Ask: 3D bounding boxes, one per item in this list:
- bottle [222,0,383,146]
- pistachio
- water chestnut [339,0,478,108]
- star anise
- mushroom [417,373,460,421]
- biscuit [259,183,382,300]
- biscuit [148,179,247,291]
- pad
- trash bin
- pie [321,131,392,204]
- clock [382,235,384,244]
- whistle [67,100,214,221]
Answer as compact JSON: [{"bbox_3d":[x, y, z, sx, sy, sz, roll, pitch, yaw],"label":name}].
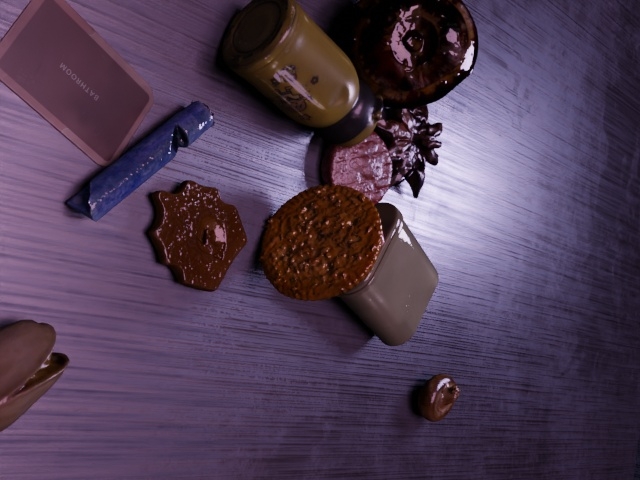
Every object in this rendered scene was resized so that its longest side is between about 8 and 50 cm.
[{"bbox_3d":[-0.018,-0.307,1.631,0.351,0.172,0.171,38,66,-43],"label":"bottle"},{"bbox_3d":[-0.462,0.201,1.224,0.206,0.131,0.129,-41,129,-41],"label":"pistachio"},{"bbox_3d":[0.184,-0.419,1.797,0.300,0.300,0.299,-4,96,-46],"label":"water chestnut"},{"bbox_3d":[0.214,-0.221,1.929,0.272,0.103,0.271,-5,97,-43],"label":"star anise"},{"bbox_3d":[0.288,0.385,2.065,0.126,0.085,0.109,-7,133,-48],"label":"mushroom"},{"bbox_3d":[0.000,0.000,1.619,0.253,0.254,0.035,-67,153,-19],"label":"biscuit"},{"bbox_3d":[-0.231,-0.019,1.520,0.215,0.034,0.182,49,58,-34],"label":"biscuit"},{"bbox_3d":[-0.391,-0.257,1.356,0.266,0.002,0.176,45,61,-38],"label":"pad"},{"bbox_3d":[0.147,0.078,1.872,0.247,0.121,0.243,49,59,-41],"label":"trash bin"},{"bbox_3d":[0.082,-0.154,1.811,0.182,0.050,0.182,-3,96,-35],"label":"pie"},{"bbox_3d":[0.033,0.013,1.714,0.162,0.166,0.092,-34,120,-47],"label":"clock"},{"bbox_3d":[-0.298,-0.136,1.424,0.304,0.062,0.062,-47,124,-34],"label":"whistle"}]
